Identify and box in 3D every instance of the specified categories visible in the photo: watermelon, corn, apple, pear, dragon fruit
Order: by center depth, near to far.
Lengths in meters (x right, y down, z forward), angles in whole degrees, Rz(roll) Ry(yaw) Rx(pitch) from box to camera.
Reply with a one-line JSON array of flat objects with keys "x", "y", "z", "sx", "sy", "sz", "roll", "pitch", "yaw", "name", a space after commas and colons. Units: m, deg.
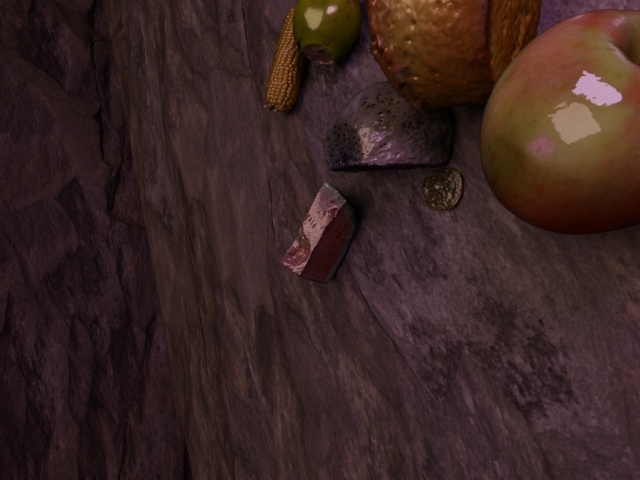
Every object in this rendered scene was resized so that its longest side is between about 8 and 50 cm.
[{"x": 0.404, "y": -0.161, "z": 0.618, "sx": 0.319, "sy": 0.320, "sz": 0.277, "roll": 57, "pitch": 162, "yaw": 28, "name": "apple"}, {"x": 0.132, "y": -0.263, "z": 0.954, "sx": 0.283, "sy": 0.221, "sz": 0.203, "roll": 5, "pitch": 100, "yaw": 48, "name": "dragon fruit"}, {"x": 0.021, "y": -0.595, "z": 1.094, "sx": 0.188, "sy": 0.188, "sz": 0.219, "roll": 23, "pitch": 94, "yaw": 43, "name": "pear"}, {"x": 0.000, "y": 0.000, "z": 1.105, "sx": 0.148, "sy": 0.226, "sz": 0.318, "roll": 35, "pitch": 134, "yaw": 10, "name": "watermelon"}, {"x": -0.094, "y": -0.543, "z": 1.265, "sx": 0.106, "sy": 0.106, "sz": 0.304, "roll": 29, "pitch": 107, "yaw": 42, "name": "corn"}]

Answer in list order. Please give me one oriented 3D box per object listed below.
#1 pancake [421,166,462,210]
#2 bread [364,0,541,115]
[{"x": 0.277, "y": -0.118, "z": 0.945, "sx": 0.108, "sy": 0.017, "sz": 0.107, "roll": -4, "pitch": 85, "yaw": 47, "name": "pancake"}, {"x": 0.238, "y": -0.416, "z": 0.716, "sx": 0.216, "sy": 0.398, "sz": 0.397, "roll": 14, "pitch": 101, "yaw": 35, "name": "bread"}]
